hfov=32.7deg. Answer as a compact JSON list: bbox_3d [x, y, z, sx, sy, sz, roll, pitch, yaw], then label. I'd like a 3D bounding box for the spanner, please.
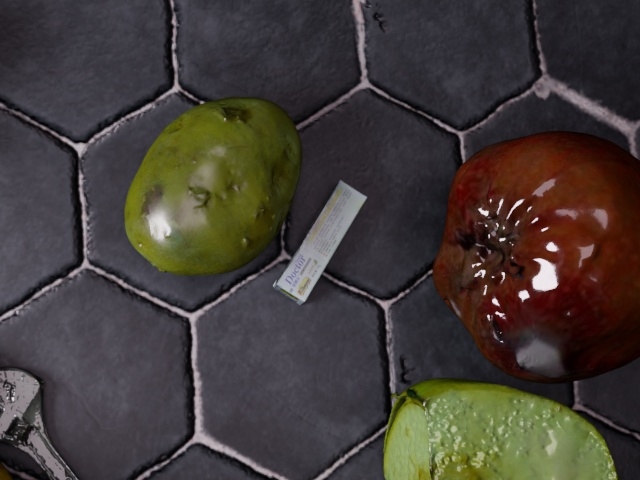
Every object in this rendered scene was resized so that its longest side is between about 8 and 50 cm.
[{"bbox_3d":[-0.297,0.284,1.287,0.093,0.026,0.325,-37,91,-15],"label":"spanner"}]

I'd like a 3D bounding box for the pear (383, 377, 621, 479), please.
[{"bbox_3d":[0.225,0.299,1.313,0.281,0.176,0.286,-4,86,-14],"label":"pear"}]

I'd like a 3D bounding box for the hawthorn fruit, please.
[{"bbox_3d":[0.296,0.022,1.325,0.308,0.325,0.308,-12,66,30],"label":"hawthorn fruit"}]

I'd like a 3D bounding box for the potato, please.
[{"bbox_3d":[-0.125,-0.065,1.317,0.253,0.148,0.186,-42,107,-23],"label":"potato"}]

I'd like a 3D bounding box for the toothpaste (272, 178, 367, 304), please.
[{"bbox_3d":[0.000,0.000,1.384,0.046,0.034,0.164,32,76,-5],"label":"toothpaste"}]

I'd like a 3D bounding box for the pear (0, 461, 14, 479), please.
[{"bbox_3d":[-0.422,0.303,1.170,0.209,0.209,0.209,2,81,-11],"label":"pear"}]
